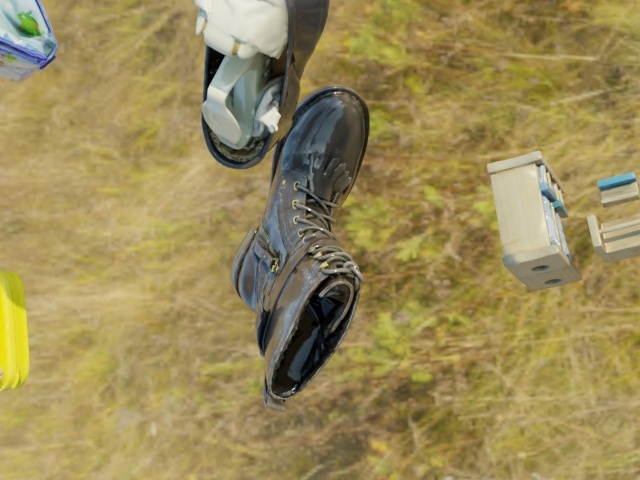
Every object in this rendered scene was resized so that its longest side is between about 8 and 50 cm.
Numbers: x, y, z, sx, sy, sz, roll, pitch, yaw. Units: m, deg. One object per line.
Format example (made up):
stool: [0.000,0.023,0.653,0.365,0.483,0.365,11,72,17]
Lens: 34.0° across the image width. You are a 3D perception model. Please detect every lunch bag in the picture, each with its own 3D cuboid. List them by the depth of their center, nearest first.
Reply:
lunch bag: [-0.265,-0.183,0.782,0.096,0.151,0.129,-48,19,-15]

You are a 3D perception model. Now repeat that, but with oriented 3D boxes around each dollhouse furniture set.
dollhouse furniture set: [0.311,-0.033,1.226,0.183,0.129,0.129,-15,68,22]

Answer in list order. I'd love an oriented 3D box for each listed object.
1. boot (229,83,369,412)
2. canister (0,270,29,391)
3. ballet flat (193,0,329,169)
boot: [0.000,0.000,0.943,0.263,0.091,0.229,-67,19,12]
canister: [-0.386,0.094,1.043,0.073,0.170,0.126,-13,80,44]
ballet flat: [-0.038,-0.111,0.586,0.203,0.074,0.074,104,151,-55]
